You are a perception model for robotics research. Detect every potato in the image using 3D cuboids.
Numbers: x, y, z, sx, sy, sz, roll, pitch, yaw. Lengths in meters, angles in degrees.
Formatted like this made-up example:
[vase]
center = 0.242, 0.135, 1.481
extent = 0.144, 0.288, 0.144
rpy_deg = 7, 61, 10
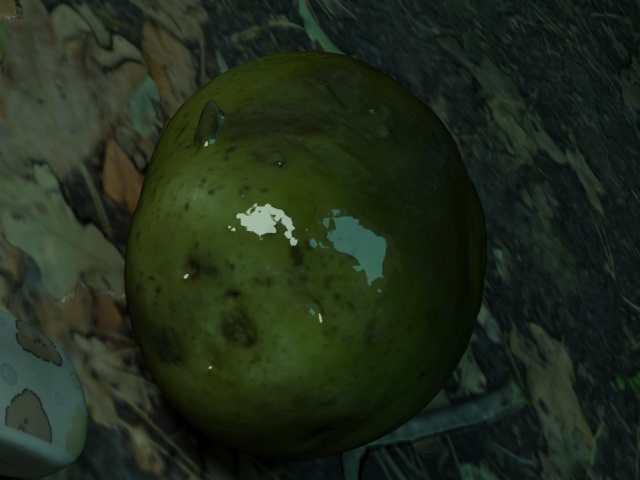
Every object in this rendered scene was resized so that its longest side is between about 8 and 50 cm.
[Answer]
[potato]
center = -0.002, -0.001, 0.811
extent = 0.197, 0.148, 0.228
rpy_deg = 48, 28, 13

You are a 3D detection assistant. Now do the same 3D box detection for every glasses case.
[glasses case]
center = -0.153, 0.047, 0.617
extent = 0.164, 0.041, 0.063
rpy_deg = 29, 39, -44
